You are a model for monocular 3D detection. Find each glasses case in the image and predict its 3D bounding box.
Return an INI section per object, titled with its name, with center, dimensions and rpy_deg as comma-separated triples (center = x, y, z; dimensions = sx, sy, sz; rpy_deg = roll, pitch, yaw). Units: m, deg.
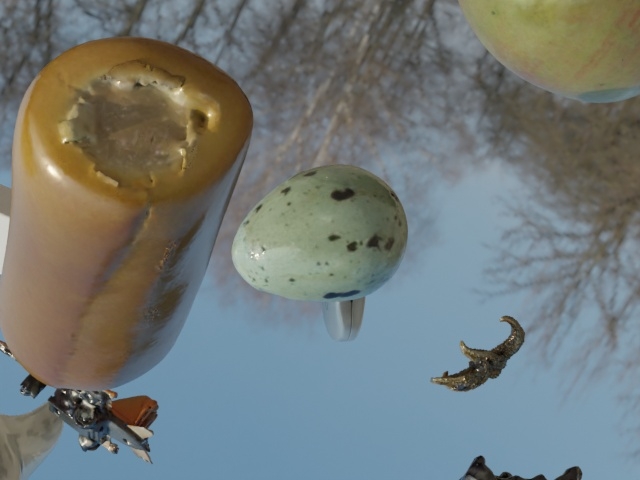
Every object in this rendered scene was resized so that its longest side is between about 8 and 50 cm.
[glasses case]
center = 0.027, 0.025, 1.440
dimensions = 0.049, 0.193, 0.074
rpy_deg = -2, -176, -17

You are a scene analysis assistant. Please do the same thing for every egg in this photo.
[egg]
center = 0.000, 0.000, 1.096
dimensions = 0.164, 0.131, 0.131
rpy_deg = -20, -150, -5

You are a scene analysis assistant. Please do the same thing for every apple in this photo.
[apple]
center = 0.294, -0.316, 1.228
dimensions = 0.319, 0.319, 0.277
rpy_deg = 23, 155, -11

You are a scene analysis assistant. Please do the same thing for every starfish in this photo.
[starfish]
center = 0.118, 0.088, 0.882
dimensions = 0.028, 0.078, 0.091
rpy_deg = 57, -175, 21

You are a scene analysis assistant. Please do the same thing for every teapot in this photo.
[teapot]
center = -0.391, 0.270, 1.212
dimensions = 0.204, 0.298, 0.139
rpy_deg = 48, -170, 34

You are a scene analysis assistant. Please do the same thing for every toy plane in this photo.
[toy plane]
center = -0.238, 0.152, 1.130
dimensions = 0.188, 0.135, 0.062
rpy_deg = 23, -124, 3

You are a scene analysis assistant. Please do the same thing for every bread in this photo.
[bread]
center = -0.094, 0.004, 0.523
dimensions = 0.092, 0.239, 0.074
rpy_deg = 9, -117, -11

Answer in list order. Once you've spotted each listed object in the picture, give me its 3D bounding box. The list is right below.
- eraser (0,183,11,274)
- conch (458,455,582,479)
[eraser]
center = -0.412, -0.030, 1.399
dimensions = 0.298, 0.076, 0.078
rpy_deg = 23, -159, 1
[conch]
center = 0.108, 0.300, 0.899
dimensions = 0.240, 0.313, 0.186
rpy_deg = 41, -155, 20
